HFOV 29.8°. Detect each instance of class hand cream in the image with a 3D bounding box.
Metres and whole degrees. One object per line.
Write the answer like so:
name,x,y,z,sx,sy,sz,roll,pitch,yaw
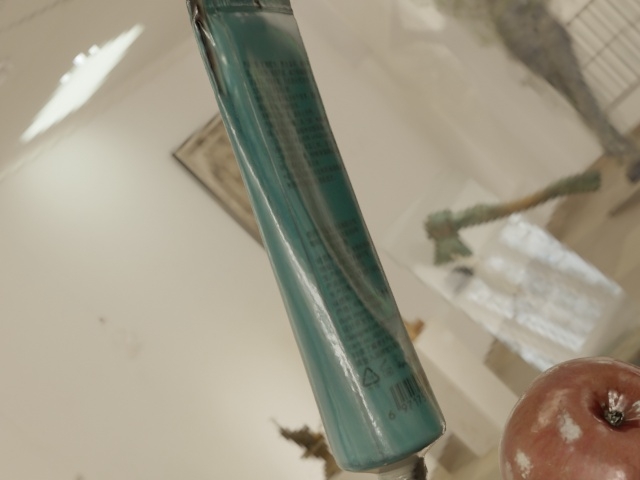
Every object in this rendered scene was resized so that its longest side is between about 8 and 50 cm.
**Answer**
hand cream,0.000,0.000,0.498,0.048,0.224,0.083,-19,-1,28

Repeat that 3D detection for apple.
apple,0.218,0.162,0.936,0.153,0.153,0.120,-48,-29,-37
